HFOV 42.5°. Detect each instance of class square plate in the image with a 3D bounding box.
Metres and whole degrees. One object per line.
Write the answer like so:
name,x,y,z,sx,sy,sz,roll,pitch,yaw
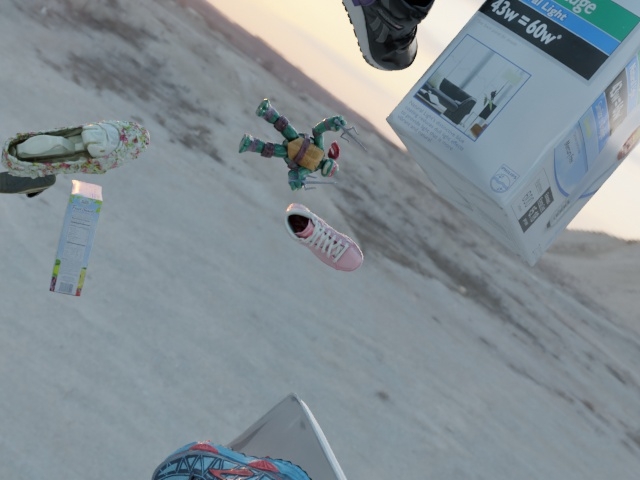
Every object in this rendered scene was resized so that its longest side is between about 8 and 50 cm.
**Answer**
square plate,-0.030,0.442,1.268,0.049,0.347,0.344,-16,70,-42

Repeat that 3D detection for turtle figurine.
turtle figurine,-0.035,-0.175,1.630,0.234,0.175,0.118,26,-14,-15

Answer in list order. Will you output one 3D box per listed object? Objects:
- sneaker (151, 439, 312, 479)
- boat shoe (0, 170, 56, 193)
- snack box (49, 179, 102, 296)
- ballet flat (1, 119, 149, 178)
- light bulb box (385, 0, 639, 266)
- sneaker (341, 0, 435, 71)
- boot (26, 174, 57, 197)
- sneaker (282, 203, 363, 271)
sneaker,-0.145,0.358,1.176,0.261,0.104,0.125,-2,8,24
boat shoe,-0.614,-0.115,1.692,0.135,0.050,0.045,-4,-13,-20
snack box,-0.511,-0.008,1.724,0.070,0.207,0.174,11,11,-18
ballet flat,-0.399,-0.150,1.336,0.077,0.240,0.091,113,-37,-75
light bulb box,0.333,-0.197,1.241,0.225,0.361,0.358,42,3,25
sneaker,0.118,-0.337,1.234,0.124,0.107,0.283,14,-14,27
boot,-0.626,-0.144,1.878,0.042,0.118,0.087,44,11,-26
sneaker,0.000,0.000,1.148,0.134,0.051,0.070,39,8,1
